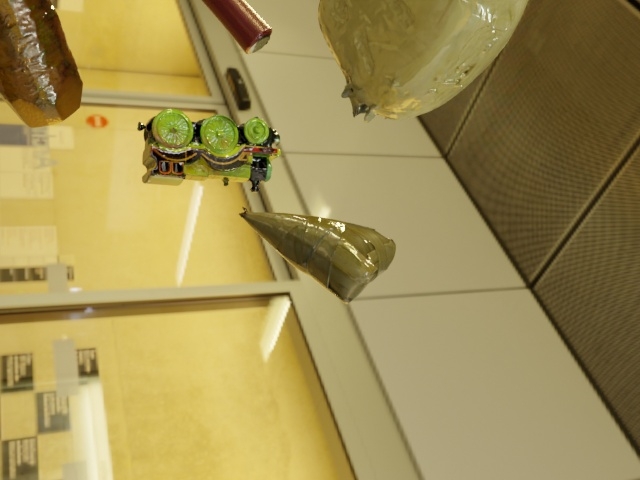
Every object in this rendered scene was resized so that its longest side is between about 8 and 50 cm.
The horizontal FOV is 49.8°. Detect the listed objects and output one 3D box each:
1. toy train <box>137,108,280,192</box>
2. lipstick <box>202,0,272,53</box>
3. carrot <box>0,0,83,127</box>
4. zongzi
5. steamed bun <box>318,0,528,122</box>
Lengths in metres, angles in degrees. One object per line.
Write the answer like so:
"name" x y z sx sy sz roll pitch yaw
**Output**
"toy train" -0.224 -0.181 1.412 0.100 0.296 0.160 171 -81 -65
"lipstick" -0.206 -0.513 1.485 0.241 0.080 0.080 50 -30 0
"carrot" -0.400 -0.295 0.885 0.114 0.114 0.301 -129 -158 -53
"zongzi" 0.000 0.000 1.242 0.256 0.228 0.114 28 -73 13
"steamed bun" 0.129 -0.278 0.812 0.232 0.166 0.273 58 -49 28
